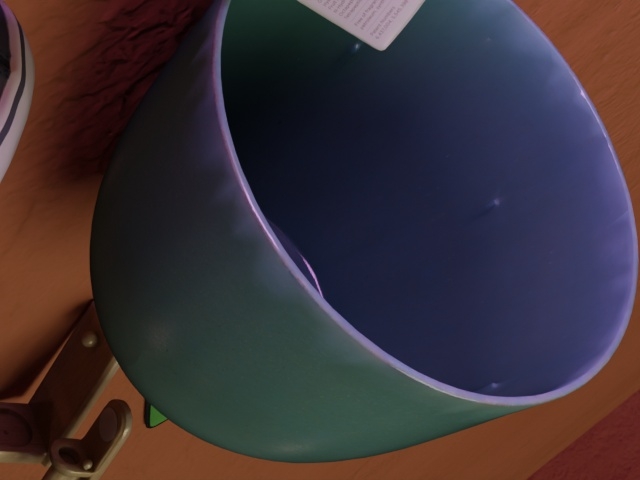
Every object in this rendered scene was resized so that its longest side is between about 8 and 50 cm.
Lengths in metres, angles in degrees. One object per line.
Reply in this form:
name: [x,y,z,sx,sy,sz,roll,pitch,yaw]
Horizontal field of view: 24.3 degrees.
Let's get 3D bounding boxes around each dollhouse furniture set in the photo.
dollhouse furniture set: [-0.219,0.128,1.029,0.151,0.144,0.123,9,128,-41]

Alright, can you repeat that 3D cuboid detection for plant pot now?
plant pot: [0.000,0.000,0.883,0.293,0.293,0.235,-13,164,-43]

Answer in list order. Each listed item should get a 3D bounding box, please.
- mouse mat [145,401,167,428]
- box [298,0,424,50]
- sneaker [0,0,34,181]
mouse mat: [-0.072,0.096,1.323,0.190,0.007,0.152,-28,157,-22]
box: [0.026,-0.173,0.753,0.102,0.087,0.101,-49,-161,32]
sneaker: [-0.226,-0.025,0.592,0.127,0.126,0.321,74,33,-45]
